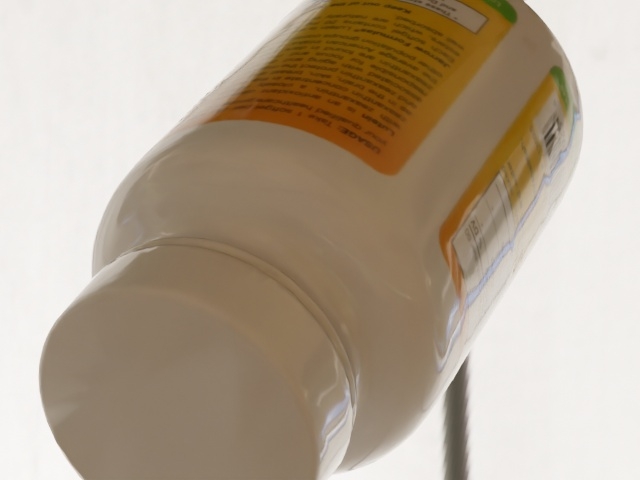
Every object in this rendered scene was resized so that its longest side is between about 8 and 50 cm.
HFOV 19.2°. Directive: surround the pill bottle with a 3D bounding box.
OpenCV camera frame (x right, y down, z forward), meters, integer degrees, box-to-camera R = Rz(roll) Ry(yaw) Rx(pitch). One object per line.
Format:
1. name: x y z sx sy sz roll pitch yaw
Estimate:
1. pill bottle: 0.000 0.000 0.697 0.136 0.136 0.246 20 -144 14
